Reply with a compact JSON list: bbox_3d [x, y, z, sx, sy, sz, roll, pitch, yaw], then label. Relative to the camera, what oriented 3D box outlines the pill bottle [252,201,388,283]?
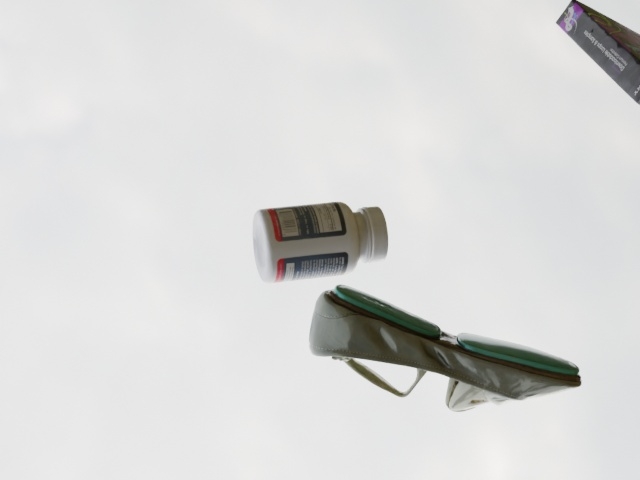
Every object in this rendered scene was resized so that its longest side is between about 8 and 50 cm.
[{"bbox_3d":[0.000,0.000,1.977,0.180,0.108,0.108,-5,-125,-14],"label":"pill bottle"}]

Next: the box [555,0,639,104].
[{"bbox_3d":[0.266,-0.130,1.094,0.116,0.029,0.162,22,-156,-27],"label":"box"}]

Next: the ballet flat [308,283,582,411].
[{"bbox_3d":[0.093,0.096,1.072,0.213,0.068,0.072,18,-171,5],"label":"ballet flat"}]
